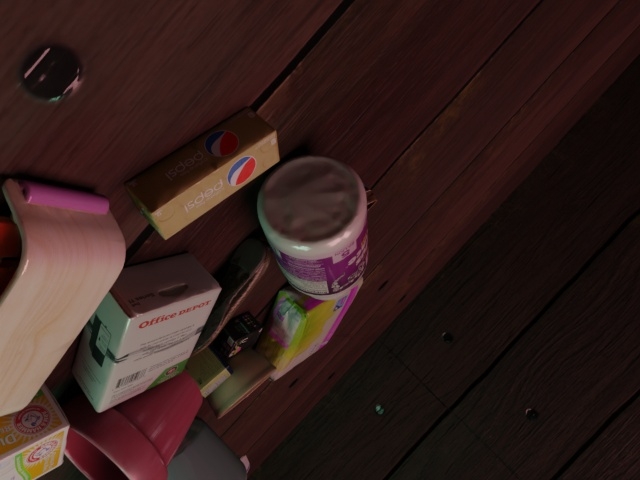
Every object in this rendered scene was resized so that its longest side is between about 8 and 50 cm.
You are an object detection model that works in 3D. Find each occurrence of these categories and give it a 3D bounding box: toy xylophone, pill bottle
[{"bbox_3d":[-0.333,0.081,0.471,0.322,0.081,0.236,-49,162,4],"label":"toy xylophone"},{"bbox_3d":[0.000,0.000,0.840,0.169,0.169,0.301,-42,158,-13],"label":"pill bottle"}]

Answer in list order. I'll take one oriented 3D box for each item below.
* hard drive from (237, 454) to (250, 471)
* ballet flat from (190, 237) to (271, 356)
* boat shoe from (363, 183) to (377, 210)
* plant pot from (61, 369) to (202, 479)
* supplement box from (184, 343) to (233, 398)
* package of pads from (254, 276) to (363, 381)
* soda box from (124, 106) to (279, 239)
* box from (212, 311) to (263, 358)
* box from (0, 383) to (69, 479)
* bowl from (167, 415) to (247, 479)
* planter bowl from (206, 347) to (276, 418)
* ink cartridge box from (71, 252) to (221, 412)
[{"bbox_3d":[-0.342,0.569,1.084,0.319,0.040,0.210,-17,-173,27],"label":"hard drive"},{"bbox_3d":[-0.169,0.102,0.837,0.250,0.084,0.058,-53,157,-1],"label":"ballet flat"},{"bbox_3d":[0.046,-0.034,1.005,0.183,0.066,0.066,-55,157,19],"label":"boat shoe"},{"bbox_3d":[-0.302,0.296,0.796,0.180,0.201,0.201,-48,165,-46],"label":"plant pot"},{"bbox_3d":[-0.235,0.257,0.968,0.083,0.083,0.056,-40,157,-19],"label":"supplement box"},{"bbox_3d":[-0.039,0.206,1.221,0.229,0.101,0.296,-26,150,-43],"label":"package of pads"},{"bbox_3d":[-0.138,-0.084,0.589,0.181,0.058,0.061,-39,158,-20],"label":"soda box"},{"bbox_3d":[-0.174,0.200,1.024,0.083,0.052,0.062,-20,146,-50],"label":"box"},{"bbox_3d":[-0.432,0.263,0.586,0.203,0.103,0.114,-20,147,-49],"label":"box"},{"bbox_3d":[-0.321,0.466,0.969,0.312,0.163,0.311,-19,-173,2],"label":"bowl"},{"bbox_3d":[-0.192,0.293,1.061,0.162,0.109,0.162,-39,169,-9],"label":"planter bowl"},{"bbox_3d":[-0.254,0.130,0.705,0.153,0.087,0.208,-16,143,-52],"label":"ink cartridge box"}]
